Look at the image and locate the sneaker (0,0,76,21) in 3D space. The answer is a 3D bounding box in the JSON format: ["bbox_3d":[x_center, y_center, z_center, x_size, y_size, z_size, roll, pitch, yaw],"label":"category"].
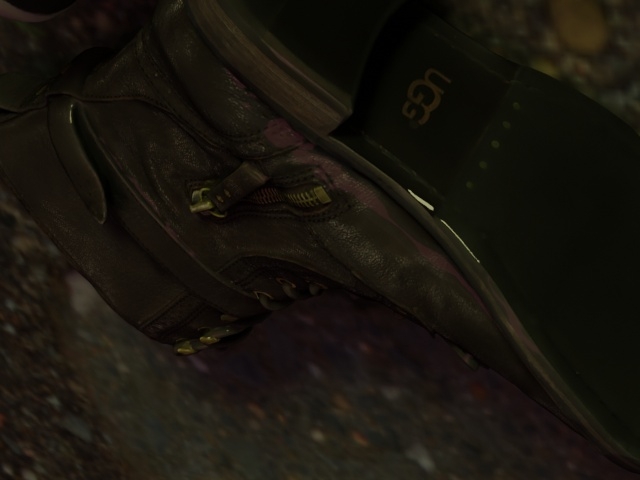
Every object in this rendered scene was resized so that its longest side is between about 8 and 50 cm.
[{"bbox_3d":[-0.049,-0.163,0.467,0.147,0.104,0.295,27,137,20],"label":"sneaker"}]

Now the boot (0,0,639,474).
[{"bbox_3d":[0.000,0.000,0.629,0.263,0.091,0.229,47,146,-6],"label":"boot"}]
